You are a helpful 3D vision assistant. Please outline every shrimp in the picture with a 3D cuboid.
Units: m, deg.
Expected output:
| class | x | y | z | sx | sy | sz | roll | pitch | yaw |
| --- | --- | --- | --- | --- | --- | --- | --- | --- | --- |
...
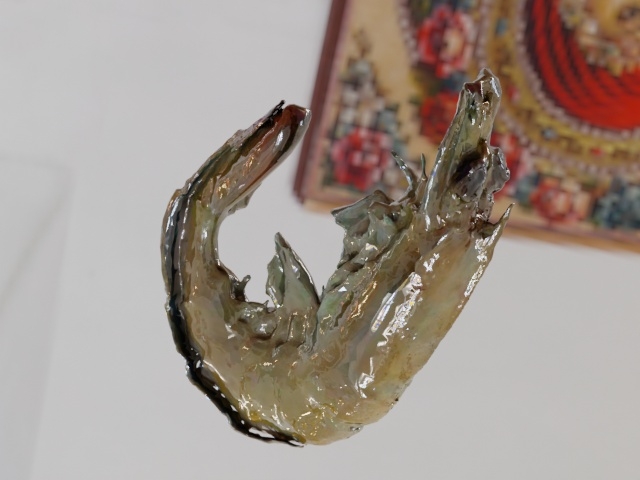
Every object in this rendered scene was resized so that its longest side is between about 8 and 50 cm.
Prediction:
| class | x | y | z | sx | sy | sz | roll | pitch | yaw |
| --- | --- | --- | --- | --- | --- | --- | --- | --- | --- |
| shrimp | 0.001 | 0.000 | 0.988 | 0.173 | 0.253 | 0.058 | 34 | -152 | 16 |
